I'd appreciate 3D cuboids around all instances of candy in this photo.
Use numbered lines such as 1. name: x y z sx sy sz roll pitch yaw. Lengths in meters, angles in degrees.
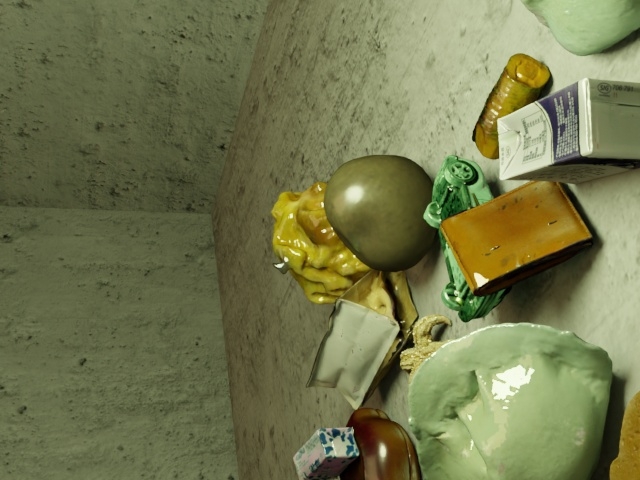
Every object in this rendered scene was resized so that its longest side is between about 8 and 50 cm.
1. candy: 0.013 0.466 1.734 0.160 0.092 0.073 122 141 -48

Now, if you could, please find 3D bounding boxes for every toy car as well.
1. toy car: 0.267 -0.008 1.369 0.136 0.125 0.305 108 162 -50

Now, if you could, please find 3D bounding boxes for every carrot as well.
1. carrot: 0.310 -0.216 1.324 0.082 0.082 0.173 -106 25 -43

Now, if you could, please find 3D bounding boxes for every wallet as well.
1. wallet: 0.296 -0.008 1.217 0.042 0.195 0.161 55 -167 -42

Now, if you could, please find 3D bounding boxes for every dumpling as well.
1. dumpling: 0.286 0.274 1.190 0.270 0.212 0.320 16 90 34
2. dumpling: 0.360 -0.330 1.100 0.105 0.149 0.217 -50 6 -10

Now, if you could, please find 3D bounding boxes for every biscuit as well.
1. biscuit: 0.429 0.276 0.966 0.181 0.049 0.208 -137 51 -67

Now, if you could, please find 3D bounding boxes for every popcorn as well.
1. popcorn: 0.000 0.000 1.904 0.297 0.281 0.316 47 146 11

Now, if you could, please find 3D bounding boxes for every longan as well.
1. longan: 0.129 -0.055 1.623 0.215 0.246 0.246 104 161 -65

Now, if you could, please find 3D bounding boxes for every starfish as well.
1. starfish: 0.211 0.256 1.617 0.238 0.071 0.216 158 118 -77

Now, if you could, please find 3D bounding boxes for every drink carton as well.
1. drink carton: 0.354 -0.140 1.097 0.222 0.134 0.101 161 107 -71

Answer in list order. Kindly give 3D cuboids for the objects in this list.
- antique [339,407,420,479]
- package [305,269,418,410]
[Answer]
1. antique: 0.125 0.493 1.748 0.278 0.129 0.223 -110 32 -48
2. package: 0.117 0.233 1.820 0.165 0.221 0.311 37 133 19
